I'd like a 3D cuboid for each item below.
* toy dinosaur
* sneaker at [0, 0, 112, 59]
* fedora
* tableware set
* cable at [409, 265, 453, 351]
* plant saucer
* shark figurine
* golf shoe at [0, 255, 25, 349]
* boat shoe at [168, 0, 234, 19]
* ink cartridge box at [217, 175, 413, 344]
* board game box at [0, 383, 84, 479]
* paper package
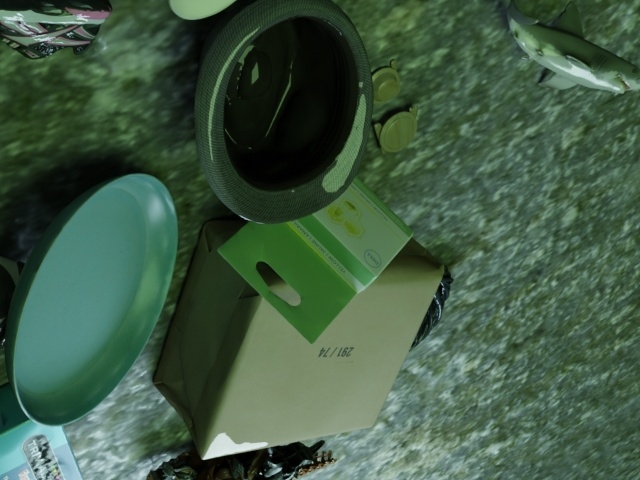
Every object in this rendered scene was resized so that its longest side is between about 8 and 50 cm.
[{"bbox_3d":[-0.113,0.344,1.622,0.322,0.164,0.218,-17,150,-52],"label":"toy dinosaur"},{"bbox_3d":[-0.302,-0.217,1.033,0.178,0.072,0.077,0,133,-32],"label":"sneaker"},{"bbox_3d":[-0.062,-0.170,1.218,0.243,0.124,0.276,-25,127,-24],"label":"fedora"},{"bbox_3d":[0.062,-0.161,1.406,0.168,0.020,0.141,-29,136,-14],"label":"tableware set"},{"bbox_3d":[0.147,0.116,1.689,0.150,0.047,0.185,-6,124,-41],"label":"cable"},{"bbox_3d":[-0.272,0.065,1.212,0.318,0.043,0.318,-56,158,-36],"label":"plant saucer"},{"bbox_3d":[0.340,-0.307,1.474,0.278,0.166,0.116,26,79,-30],"label":"shark figurine"},{"bbox_3d":[-0.430,0.133,1.211,0.120,0.105,0.273,27,98,-32],"label":"golf shoe"},{"bbox_3d":[-0.100,-0.315,1.116,0.066,0.063,0.184,39,88,-26],"label":"boat shoe"},{"bbox_3d":[0.000,0.000,1.307,0.056,0.171,0.235,-45,180,41],"label":"ink cartridge box"},{"bbox_3d":[-0.485,0.349,1.342,0.336,0.079,0.254,-25,136,-21],"label":"board game box"},{"bbox_3d":[-0.033,0.132,1.460,0.324,0.168,0.310,-2,124,-39],"label":"paper package"}]
